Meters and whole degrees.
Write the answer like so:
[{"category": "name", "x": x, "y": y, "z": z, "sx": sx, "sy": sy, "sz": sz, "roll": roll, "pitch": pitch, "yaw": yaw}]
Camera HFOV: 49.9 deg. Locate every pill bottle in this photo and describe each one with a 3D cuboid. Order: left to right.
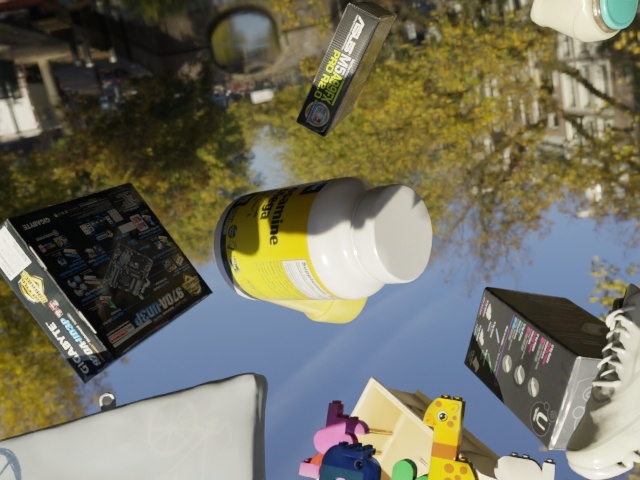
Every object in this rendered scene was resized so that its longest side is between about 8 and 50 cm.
[{"category": "pill bottle", "x": 0.000, "y": 0.000, "z": 1.085, "sx": 0.333, "sy": 0.188, "sz": 0.188, "roll": -6, "pitch": -166, "yaw": 44}]

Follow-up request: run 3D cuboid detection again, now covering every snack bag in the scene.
[{"category": "snack bag", "x": -0.179, "y": 0.265, "z": 0.493, "sx": 0.342, "sy": 0.037, "sz": 0.323, "roll": -18, "pitch": -133, "yaw": 13}]

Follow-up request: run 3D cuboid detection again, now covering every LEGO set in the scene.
[{"category": "LEGO set", "x": 0.084, "y": 0.172, "z": 0.568, "sx": 0.227, "sy": 0.093, "sz": 0.087, "roll": 5, "pitch": 170, "yaw": 21}]

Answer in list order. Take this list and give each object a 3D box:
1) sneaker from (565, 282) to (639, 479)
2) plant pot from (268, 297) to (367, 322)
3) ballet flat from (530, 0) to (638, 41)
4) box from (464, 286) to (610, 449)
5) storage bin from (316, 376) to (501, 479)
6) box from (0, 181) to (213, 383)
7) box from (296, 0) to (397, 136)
[{"category": "sneaker", "x": 0.346, "y": 0.123, "z": 0.742, "sx": 0.292, "sy": 0.118, "sz": 0.110, "roll": -48, "pitch": -175, "yaw": -13}, {"category": "plant pot", "x": -0.039, "y": 0.062, "z": 1.615, "sx": 0.238, "sy": 0.254, "sz": 0.254, "roll": 6, "pitch": -176, "yaw": -26}, {"category": "ballet flat", "x": 0.210, "y": -0.280, "z": 0.520, "sx": 0.086, "sy": 0.249, "sz": 0.086, "roll": 9, "pitch": -168, "yaw": -2}, {"category": "box", "x": 0.358, "y": 0.188, "z": 1.035, "sx": 0.165, "sy": 0.144, "sz": 0.270, "roll": 8, "pitch": -167, "yaw": -16}, {"category": "storage bin", "x": 0.134, "y": 0.396, "z": 1.044, "sx": 0.123, "sy": 0.262, "sz": 0.260, "roll": 21, "pitch": -171, "yaw": -42}, {"category": "box", "x": -0.234, "y": 0.034, "z": 0.768, "sx": 0.051, "sy": 0.175, "sz": 0.220, "roll": -37, "pitch": -179, "yaw": 23}, {"category": "box", "x": 0.054, "y": -0.319, "z": 1.247, "sx": 0.060, "sy": 0.216, "sz": 0.270, "roll": 27, "pitch": -158, "yaw": 3}]
